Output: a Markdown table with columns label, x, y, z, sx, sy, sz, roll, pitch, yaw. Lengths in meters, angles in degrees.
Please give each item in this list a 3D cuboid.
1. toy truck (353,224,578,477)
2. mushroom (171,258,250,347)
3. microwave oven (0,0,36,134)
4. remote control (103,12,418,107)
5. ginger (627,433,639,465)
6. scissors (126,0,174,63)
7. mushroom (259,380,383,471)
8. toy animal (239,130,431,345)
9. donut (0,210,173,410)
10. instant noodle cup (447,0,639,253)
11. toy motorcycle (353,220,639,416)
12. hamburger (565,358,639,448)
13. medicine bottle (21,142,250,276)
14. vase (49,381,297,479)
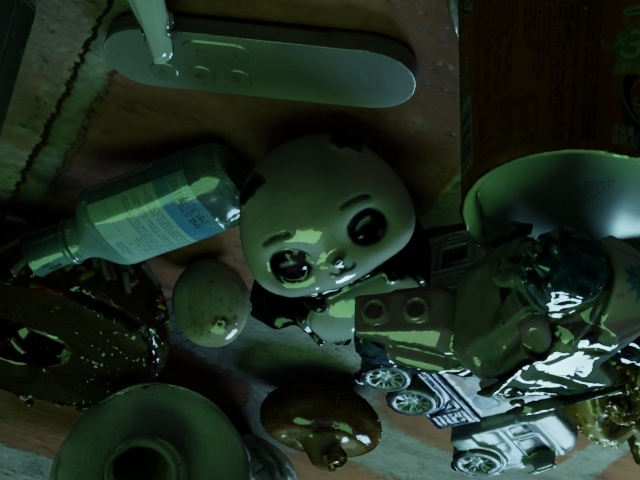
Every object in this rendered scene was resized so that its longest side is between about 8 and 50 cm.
| label | x | y | z | sx | sy | sz | roll | pitch | yaw |
| --- | --- | --- | --- | --- | --- | --- | --- | --- | --- |
| toy truck | 0.150 | 0.106 | 1.695 | 0.155 | 0.124 | 0.268 | -15 | 140 | 28 |
| mushroom | -0.094 | 0.057 | 1.747 | 0.079 | 0.085 | 0.085 | -10 | 170 | -46 |
| microwave oven | -0.443 | -0.128 | 1.385 | 0.355 | 0.218 | 0.286 | -9 | 146 | 29 |
| remote control | -0.047 | -0.139 | 1.439 | 0.245 | 0.022 | 0.077 | 7 | 151 | 6 |
| ginger | 0.417 | 0.171 | 1.720 | 0.270 | 0.123 | 0.219 | 0 | 145 | 17 |
| scissors | -0.137 | -0.203 | 1.335 | 0.101 | 0.027 | 0.204 | 4 | 142 | 13 |
| mushroom | 0.001 | 0.186 | 1.913 | 0.126 | 0.085 | 0.109 | 22 | -177 | -23 |
| toy animal | 0.000 | 0.000 | 1.537 | 0.166 | 0.138 | 0.179 | -26 | 146 | 0 |
| donut | -0.267 | 0.066 | 1.775 | 0.269 | 0.103 | 0.270 | 8 | 147 | 5 |
| instant noodle cup | 0.193 | -0.088 | 1.296 | 0.230 | 0.182 | 0.230 | 7 | 148 | 4 |
| toy motorcycle | 0.135 | 0.039 | 1.248 | 0.239 | 0.108 | 0.204 | -16 | 154 | 2 |
| hamburger | 0.260 | 0.093 | 1.573 | 0.118 | 0.191 | 0.182 | -12 | 114 | 20 |
| medicine bottle | -0.159 | -0.021 | 1.605 | 0.208 | 0.054 | 0.090 | -19 | 140 | 19 |
| vase | -0.142 | 0.280 | 1.909 | 0.250 | 0.250 | 0.445 | 6 | 163 | 6 |
